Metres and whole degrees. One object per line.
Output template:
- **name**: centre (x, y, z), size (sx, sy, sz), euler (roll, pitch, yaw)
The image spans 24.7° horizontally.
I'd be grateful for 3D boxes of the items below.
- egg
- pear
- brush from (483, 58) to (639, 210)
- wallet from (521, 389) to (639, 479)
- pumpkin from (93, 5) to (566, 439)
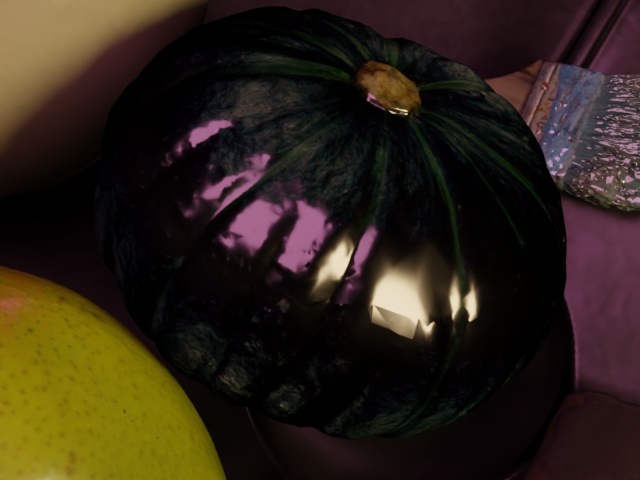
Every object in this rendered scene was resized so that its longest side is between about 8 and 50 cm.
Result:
- **egg**: centre (-0.178, -0.121, 0.636), size (0.269, 0.219, 0.219), euler (3, 64, 30)
- **pear**: centre (-0.150, 0.087, 0.541), size (0.219, 0.187, 0.187), euler (35, 74, -2)
- **brush**: centre (0.071, -0.065, 0.672), size (0.196, 0.021, 0.070), euler (17, 67, 18)
- **wallet**: centre (0.093, 0.199, 0.500), size (0.165, 0.042, 0.309), euler (23, 59, 24)
- **pumpkin**: centre (0.006, -0.009, 0.571), size (0.194, 0.150, 0.194), euler (0, 28, 0)
